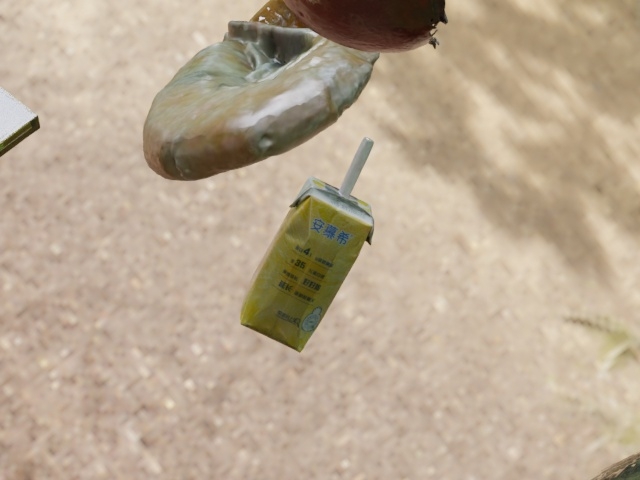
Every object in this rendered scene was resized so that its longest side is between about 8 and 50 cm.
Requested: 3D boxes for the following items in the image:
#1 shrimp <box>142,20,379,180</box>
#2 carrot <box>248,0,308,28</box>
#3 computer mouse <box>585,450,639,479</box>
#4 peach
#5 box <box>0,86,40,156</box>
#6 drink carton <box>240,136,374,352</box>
[{"bbox_3d":[-0.030,-0.111,1.224,0.317,0.168,0.077,-71,142,-67],"label":"shrimp"},{"bbox_3d":[-0.067,-0.168,1.665,0.060,0.186,0.060,37,0,0],"label":"carrot"},{"bbox_3d":[0.181,0.159,0.965,0.088,0.264,0.147,59,-10,18],"label":"computer mouse"},{"bbox_3d":[0.012,-0.116,0.758,0.098,0.061,0.098,156,-90,-84],"label":"peach"},{"bbox_3d":[-0.389,-0.119,1.966,0.090,0.133,0.023,34,-31,27],"label":"box"},{"bbox_3d":[0.000,0.000,1.632,0.084,0.200,0.074,26,18,-7],"label":"drink carton"}]
